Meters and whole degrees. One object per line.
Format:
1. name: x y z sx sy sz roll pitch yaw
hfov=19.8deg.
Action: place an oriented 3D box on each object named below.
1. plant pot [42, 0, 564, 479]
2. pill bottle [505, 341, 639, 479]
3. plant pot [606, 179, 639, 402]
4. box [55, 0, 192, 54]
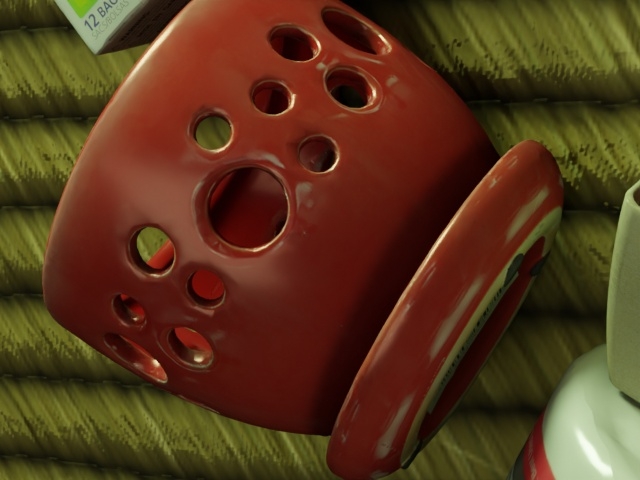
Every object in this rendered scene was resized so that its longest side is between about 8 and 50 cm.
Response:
1. plant pot: 0.000 0.000 0.810 0.174 0.191 0.191 32 119 11
2. pill bottle: 0.121 0.215 0.799 0.176 0.176 0.318 35 119 19
3. plant pot: 0.171 0.024 0.709 0.109 0.109 0.096 33 132 19
4. box: -0.102 -0.205 0.857 0.114 0.103 0.203 -40 82 34
